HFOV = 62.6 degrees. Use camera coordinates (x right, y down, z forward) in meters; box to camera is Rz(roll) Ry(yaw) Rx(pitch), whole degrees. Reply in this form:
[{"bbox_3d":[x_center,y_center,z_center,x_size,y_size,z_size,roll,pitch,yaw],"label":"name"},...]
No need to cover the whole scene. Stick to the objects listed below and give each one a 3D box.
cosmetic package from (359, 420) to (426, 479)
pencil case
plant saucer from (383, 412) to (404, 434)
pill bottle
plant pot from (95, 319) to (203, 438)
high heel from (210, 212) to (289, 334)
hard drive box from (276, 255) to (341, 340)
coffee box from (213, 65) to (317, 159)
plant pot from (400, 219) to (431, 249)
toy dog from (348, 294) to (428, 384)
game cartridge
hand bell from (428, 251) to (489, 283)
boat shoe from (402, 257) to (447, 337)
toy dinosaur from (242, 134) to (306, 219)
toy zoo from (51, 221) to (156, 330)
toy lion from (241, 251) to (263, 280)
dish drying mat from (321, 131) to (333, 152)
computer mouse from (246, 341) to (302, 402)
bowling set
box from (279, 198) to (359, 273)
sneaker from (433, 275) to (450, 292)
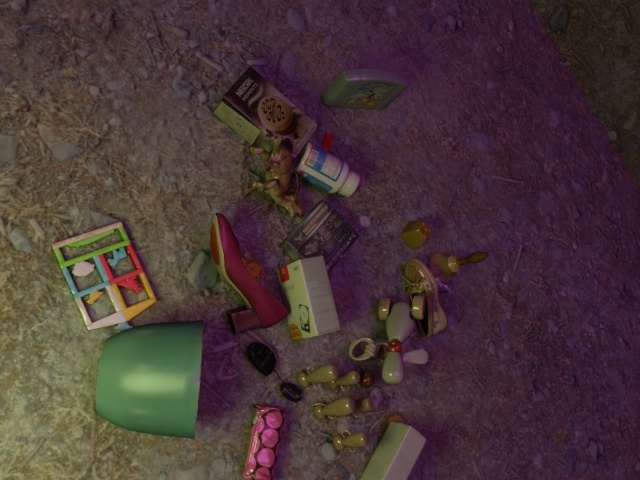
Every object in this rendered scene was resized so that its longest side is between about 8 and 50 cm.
[{"bbox_3d":[0.226,0.697,1.658,0.085,0.117,0.231,43,66,-13],"label":"cosmetic package"},{"bbox_3d":[-0.166,0.578,1.499,0.098,0.095,0.209,42,50,-54],"label":"pencil case"},{"bbox_3d":[0.242,0.620,1.758,0.083,0.015,0.084,8,73,-27],"label":"plant saucer"},{"bbox_3d":[0.020,-0.238,1.820,0.221,0.124,0.124,27,64,-21],"label":"pill bottle"},{"bbox_3d":[-0.424,0.342,1.321,0.235,0.293,0.293,5,73,-13],"label":"plant pot"},{"bbox_3d":[-0.212,0.086,1.562,0.181,0.127,0.377,-17,110,-24],"label":"high heel"},{"bbox_3d":[-0.040,0.182,1.631,0.089,0.181,0.232,-8,79,-30],"label":"hard drive box"},{"bbox_3d":[-0.181,-0.405,1.757,0.297,0.119,0.168,38,62,-15],"label":"coffee box"},{"bbox_3d":[0.367,-0.027,1.976,0.081,0.083,0.081,46,59,-11],"label":"plant pot"},{"bbox_3d":[0.262,0.336,1.771,0.334,0.220,0.161,-53,142,-27],"label":"toy dog"},{"bbox_3d":[0.175,-0.563,1.957,0.297,0.198,0.062,-6,79,-30],"label":"game cartridge"},{"bbox_3d":[0.523,0.076,1.941,0.126,0.242,0.126,8,72,-26],"label":"hand bell"},{"bbox_3d":[0.368,0.205,1.897,0.089,0.104,0.285,-21,87,-35],"label":"boat shoe"},{"bbox_3d":[-0.126,-0.215,1.684,0.200,0.127,0.296,-13,127,-34],"label":"toy dinosaur"},{"bbox_3d":[-0.578,0.114,1.436,0.192,0.030,0.293,-24,89,-32],"label":"toy zoo"},{"bbox_3d":[-0.229,0.092,1.641,0.100,0.034,0.096,-42,105,-31],"label":"toy lion"},{"bbox_3d":[0.025,-0.355,1.924,0.032,0.008,0.083,26,65,-20],"label":"dish drying mat"},{"bbox_3d":[-0.142,0.404,1.599,0.242,0.041,0.071,53,41,-12],"label":"computer mouse"},{"bbox_3d":[0.076,0.496,1.649,0.199,0.154,0.287,-16,82,-52],"label":"bowling set"},{"bbox_3d":[0.000,0.000,1.779,0.183,0.056,0.231,45,59,-10],"label":"box"},{"bbox_3d":[0.444,0.188,1.989,0.098,0.038,0.069,39,74,-20],"label":"sneaker"}]
